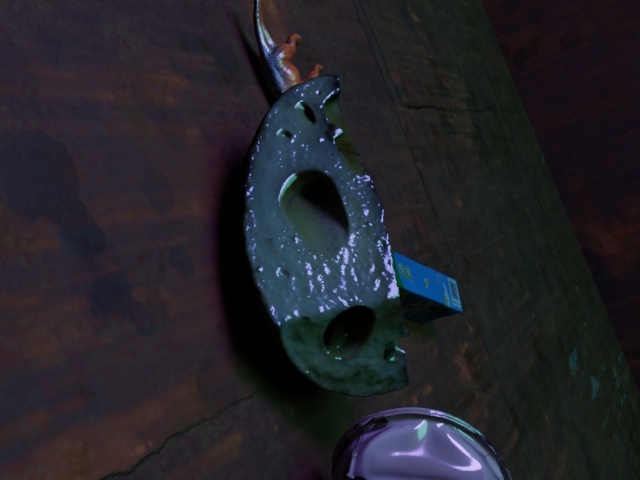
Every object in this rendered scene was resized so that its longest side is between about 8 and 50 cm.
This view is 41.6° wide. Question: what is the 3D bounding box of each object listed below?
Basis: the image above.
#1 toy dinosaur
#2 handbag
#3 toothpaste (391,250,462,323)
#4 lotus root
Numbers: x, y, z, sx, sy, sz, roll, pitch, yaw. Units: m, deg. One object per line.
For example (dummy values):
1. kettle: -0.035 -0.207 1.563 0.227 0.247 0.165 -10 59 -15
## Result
1. toy dinosaur: -0.032 -0.183 1.043 0.280 0.055 0.101 62 35 -15
2. handbag: 0.090 0.268 0.774 0.205 0.179 0.116 59 19 -20
3. toothpaste: 0.104 0.060 1.094 0.266 0.065 0.050 23 53 -57
4. lotus root: -0.006 0.000 0.866 0.210 0.141 0.314 79 -1 -51
